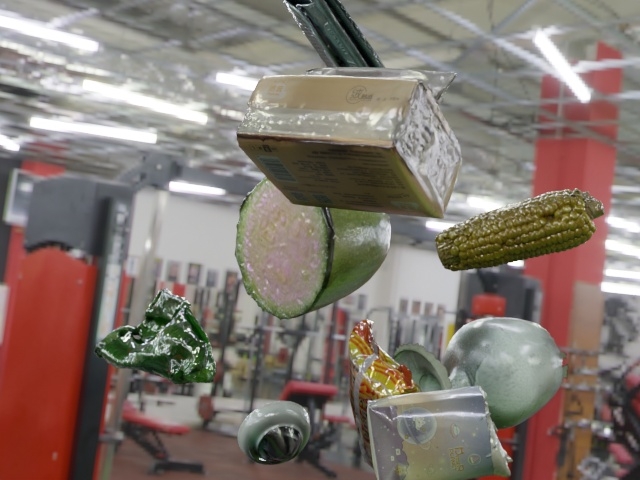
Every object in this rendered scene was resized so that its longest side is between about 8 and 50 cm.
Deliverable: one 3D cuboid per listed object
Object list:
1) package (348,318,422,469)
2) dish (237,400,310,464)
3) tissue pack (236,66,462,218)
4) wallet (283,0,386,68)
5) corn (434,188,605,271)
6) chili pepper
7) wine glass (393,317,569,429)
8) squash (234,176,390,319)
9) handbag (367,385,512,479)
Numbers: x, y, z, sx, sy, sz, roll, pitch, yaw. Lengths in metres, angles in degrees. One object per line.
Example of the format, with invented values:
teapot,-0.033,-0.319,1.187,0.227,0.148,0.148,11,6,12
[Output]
package,0.113,0.290,1.649,0.108,0.288,0.223,-22,23,-16
dish,-0.075,0.374,1.874,0.141,0.141,0.078,10,26,-26
tissue pack,0.062,-0.183,1.642,0.305,0.239,0.238,8,-4,35
wallet,0.036,-0.415,2.191,0.342,0.075,0.237,52,-8,-19
corn,0.378,-0.019,1.933,0.321,0.119,0.119,-13,-10,12
chili pepper,-0.166,0.114,1.073,0.062,0.108,0.216,53,-16,-21
wine glass,0.317,0.272,2.034,0.323,0.238,0.238,-14,7,-33
squash,0.030,0.007,2.139,0.308,0.310,0.310,1,0,-41
handbag,0.148,0.246,1.277,0.173,0.117,0.095,-7,4,1
